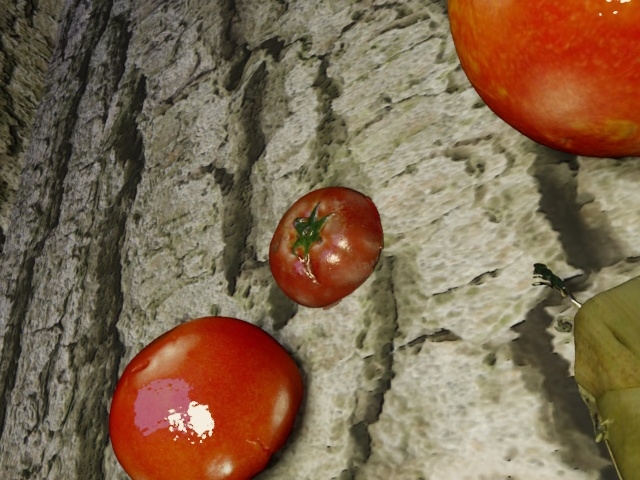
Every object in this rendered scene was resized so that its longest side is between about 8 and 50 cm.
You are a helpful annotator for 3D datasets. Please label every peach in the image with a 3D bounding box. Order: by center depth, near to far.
[{"bbox_3d":[0.329,-0.261,0.668,0.388,0.388,0.388,-22,54,35],"label":"peach"}]

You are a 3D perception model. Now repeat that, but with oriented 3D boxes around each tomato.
[{"bbox_3d":[-0.179,0.237,0.970,0.299,0.226,0.298,-33,13,9],"label":"tomato"},{"bbox_3d":[-0.003,-0.001,1.083,0.225,0.085,0.224,-24,50,33],"label":"tomato"}]

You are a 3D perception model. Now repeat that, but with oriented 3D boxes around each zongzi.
[{"bbox_3d":[0.288,0.114,0.514,0.182,0.418,0.446,-31,52,16],"label":"zongzi"}]
